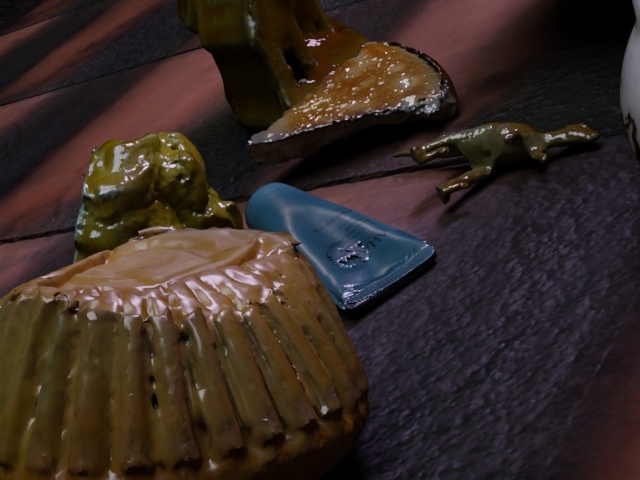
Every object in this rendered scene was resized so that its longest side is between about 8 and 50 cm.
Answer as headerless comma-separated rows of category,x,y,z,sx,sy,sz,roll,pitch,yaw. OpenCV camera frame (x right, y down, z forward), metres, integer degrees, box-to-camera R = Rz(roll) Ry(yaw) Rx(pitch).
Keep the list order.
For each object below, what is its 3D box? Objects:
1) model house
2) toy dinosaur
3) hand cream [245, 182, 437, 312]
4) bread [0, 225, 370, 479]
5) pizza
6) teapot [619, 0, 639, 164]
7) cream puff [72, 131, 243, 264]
model house,-0.062,-0.256,1.325,0.173,0.239,0.268,-29,21,-4
toy dinosaur,0.132,-0.075,0.991,0.126,0.039,0.162,-19,17,-5
hand cream,0.000,0.000,0.970,0.083,0.048,0.224,-32,27,-17
bread,-0.088,0.078,0.707,0.240,0.139,0.240,-3,12,1
pizza,0.024,-0.114,1.169,0.195,0.052,0.185,-26,29,-7
teapot,0.256,-0.109,0.714,0.208,0.166,0.300,-41,23,23
cream puff,-0.129,-0.010,1.018,0.156,0.156,0.121,-28,37,0
